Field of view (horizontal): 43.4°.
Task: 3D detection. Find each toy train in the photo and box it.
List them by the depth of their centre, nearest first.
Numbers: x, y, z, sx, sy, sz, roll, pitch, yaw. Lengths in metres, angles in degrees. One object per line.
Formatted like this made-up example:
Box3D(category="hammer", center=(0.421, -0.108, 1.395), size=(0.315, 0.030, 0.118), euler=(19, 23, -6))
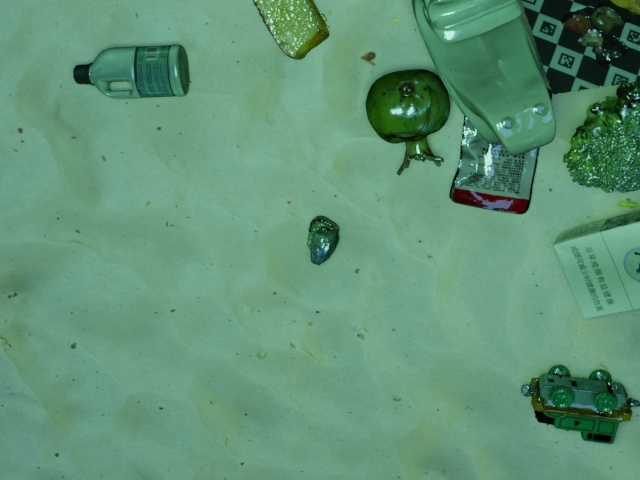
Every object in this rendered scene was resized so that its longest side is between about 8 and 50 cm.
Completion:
Box3D(category="toy train", center=(0.508, 0.327, 1.582), size=(0.228, 0.091, 0.136), euler=(3, 116, 9))

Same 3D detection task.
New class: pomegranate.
Box3D(category="pomegranate", center=(0.164, -0.215, 1.476), size=(0.152, 0.131, 0.191), euler=(-6, 111, 8))

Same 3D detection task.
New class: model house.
Box3D(category="model house", center=(0.000, 0.000, 1.584), size=(0.066, 0.083, 0.078), euler=(17, 108, 7))

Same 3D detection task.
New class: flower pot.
Box3D(category="flower pot", center=(0.271, -0.324, 1.349), size=(0.165, 0.254, 0.367), euler=(-23, 97, 6))

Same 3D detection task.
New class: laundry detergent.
Box3D(category="laundry detergent", center=(-0.372, -0.326, 1.568), size=(0.226, 0.070, 0.099), euler=(-1, 111, 9))

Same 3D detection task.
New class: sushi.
Box3D(category="sushi", center=(0.465, -0.348, 1.373), size=(0.231, 0.047, 0.219), euler=(-10, 71, -7))

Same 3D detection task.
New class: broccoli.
Box3D(category="broccoli", center=(0.541, -0.191, 1.396), size=(0.176, 0.198, 0.226), euler=(7, 76, 42))

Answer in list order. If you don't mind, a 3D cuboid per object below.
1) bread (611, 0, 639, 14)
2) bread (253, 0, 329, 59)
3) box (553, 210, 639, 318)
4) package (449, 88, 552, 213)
Box3D(category="bread", center=(0.630, -0.417, 1.282), size=(0.344, 0.149, 0.195), euler=(30, 84, 20))
Box3D(category="bread", center=(-0.061, -0.431, 1.492), size=(0.103, 0.065, 0.187), euler=(-22, 99, 20))
Box3D(category="box", center=(0.575, 0.035, 1.452), size=(0.256, 0.069, 0.164), euler=(-18, 103, 39))
Box3D(category="package", center=(0.333, -0.174, 1.505), size=(0.154, 0.030, 0.239), euler=(10, 102, 9))
